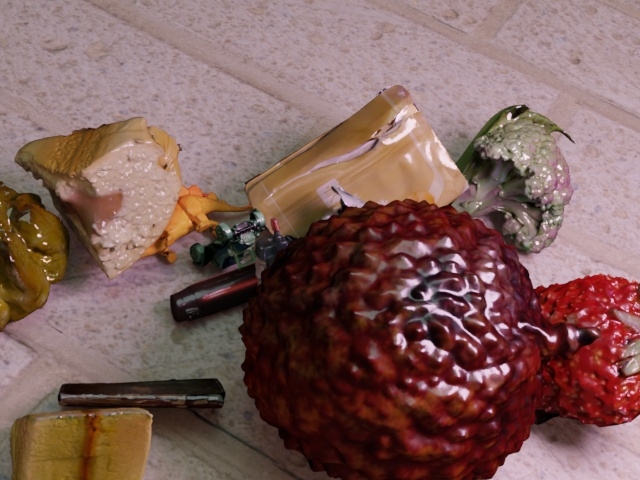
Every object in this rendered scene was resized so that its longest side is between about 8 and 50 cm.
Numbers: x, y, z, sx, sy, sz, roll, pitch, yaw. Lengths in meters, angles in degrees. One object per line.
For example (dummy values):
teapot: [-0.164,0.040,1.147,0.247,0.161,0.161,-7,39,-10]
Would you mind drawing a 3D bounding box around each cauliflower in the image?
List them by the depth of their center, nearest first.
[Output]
cauliflower: [0.292,-0.098,2.109,0.315,0.239,0.256,-27,35,9]

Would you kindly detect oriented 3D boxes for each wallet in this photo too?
wallet: [-0.252,0.220,1.747,0.232,0.122,0.031,0,92,-10]

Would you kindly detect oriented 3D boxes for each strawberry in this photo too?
strawberry: [0.348,0.158,1.809,0.306,0.137,0.233,-9,65,32]

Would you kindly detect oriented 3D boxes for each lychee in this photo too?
lychee: [0.129,0.147,1.679,0.500,0.425,0.425,1,41,26]

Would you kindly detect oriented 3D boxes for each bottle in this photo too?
bottle: [-0.156,0.083,1.918,0.164,0.060,0.060,-19,53,-25]

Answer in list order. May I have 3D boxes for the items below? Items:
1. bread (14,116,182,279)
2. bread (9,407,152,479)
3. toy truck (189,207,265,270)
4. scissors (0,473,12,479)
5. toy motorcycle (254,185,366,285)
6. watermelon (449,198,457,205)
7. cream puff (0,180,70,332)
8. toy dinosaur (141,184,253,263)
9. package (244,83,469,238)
bread: [-0.321,-0.101,1.912,0.211,0.184,0.224,-38,40,-13]
bread: [-0.310,0.238,1.605,0.167,0.264,0.163,0,49,-19]
toy truck: [-0.139,0.013,1.938,0.080,0.154,0.078,-23,85,-33]
scissors: [-0.435,0.321,1.676,0.083,0.006,0.036,19,46,4]
toy motorcycle: [0.000,0.000,1.874,0.221,0.150,0.102,-20,29,-12]
watermelon: [0.110,-0.074,2.076,0.245,0.063,0.119,20,72,32]
cream puff: [-0.502,0.020,1.843,0.244,0.196,0.244,-8,61,15]
toy dinosaur: [-0.225,-0.041,2.017,0.117,0.070,0.288,38,47,24]
package: [0.046,-0.099,1.976,0.311,0.165,0.221,-33,55,-3]
